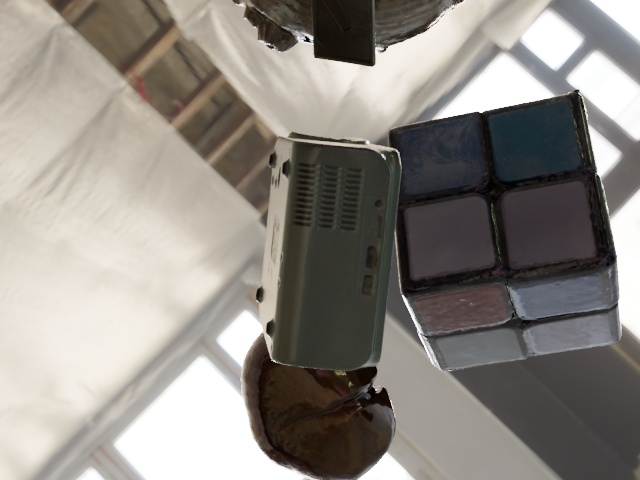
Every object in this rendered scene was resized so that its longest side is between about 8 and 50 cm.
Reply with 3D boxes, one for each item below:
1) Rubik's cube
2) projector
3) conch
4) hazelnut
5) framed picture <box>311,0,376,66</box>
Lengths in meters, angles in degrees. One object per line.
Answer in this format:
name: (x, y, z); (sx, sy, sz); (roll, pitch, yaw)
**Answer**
Rubik's cube: (0.293, -0.007, 1.772); (0.314, 0.318, 0.316); (-10, -31, 12)
projector: (0.000, 0.000, 1.068); (0.250, 0.108, 0.198); (-123, 39, -81)
conch: (0.053, -0.296, 1.195); (0.297, 0.352, 0.209); (-7, -68, -15)
hazelnut: (-0.006, 0.196, 1.378); (0.181, 0.212, 0.181); (-23, 2, 21)
framed picture: (0.021, -0.211, 1.062); (0.006, 0.066, 0.089); (-47, -38, -48)
